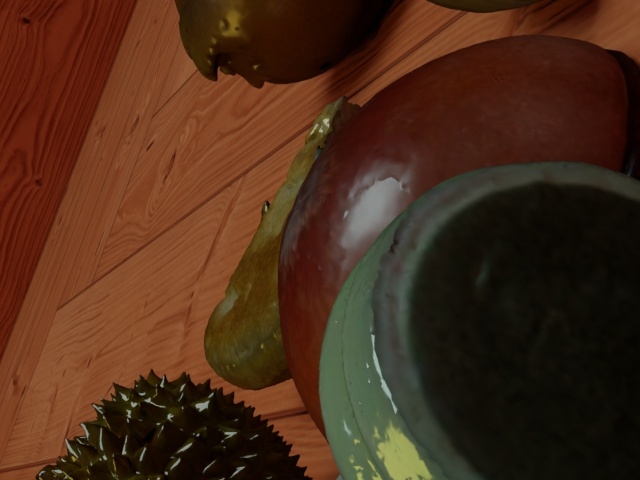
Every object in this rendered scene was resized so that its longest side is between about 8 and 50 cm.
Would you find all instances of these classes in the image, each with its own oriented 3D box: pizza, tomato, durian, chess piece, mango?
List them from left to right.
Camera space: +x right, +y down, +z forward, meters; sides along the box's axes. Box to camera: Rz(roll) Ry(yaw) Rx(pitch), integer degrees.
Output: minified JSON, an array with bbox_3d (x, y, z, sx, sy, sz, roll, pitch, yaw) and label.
[{"bbox_3d":[-0.070,0.143,0.702,0.158,0.168,0.137,105,-174,-61],"label":"durian"},{"bbox_3d":[-0.005,-0.242,1.033,0.287,0.153,0.201,-62,13,16],"label":"mango"},{"bbox_3d":[0.002,0.000,0.842,0.154,0.069,0.194,-40,25,59],"label":"pizza"},{"bbox_3d":[0.039,-0.001,0.641,0.228,0.112,0.199,-66,14,-6],"label":"tomato"},{"bbox_3d":[0.044,0.101,0.501,0.271,0.139,0.139,114,170,-53],"label":"chess piece"}]

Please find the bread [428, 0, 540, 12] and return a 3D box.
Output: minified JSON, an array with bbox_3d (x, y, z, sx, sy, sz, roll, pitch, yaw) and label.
[{"bbox_3d":[0.086,-0.273,0.744,0.314,0.171,0.192,-68,19,-4],"label":"bread"}]
